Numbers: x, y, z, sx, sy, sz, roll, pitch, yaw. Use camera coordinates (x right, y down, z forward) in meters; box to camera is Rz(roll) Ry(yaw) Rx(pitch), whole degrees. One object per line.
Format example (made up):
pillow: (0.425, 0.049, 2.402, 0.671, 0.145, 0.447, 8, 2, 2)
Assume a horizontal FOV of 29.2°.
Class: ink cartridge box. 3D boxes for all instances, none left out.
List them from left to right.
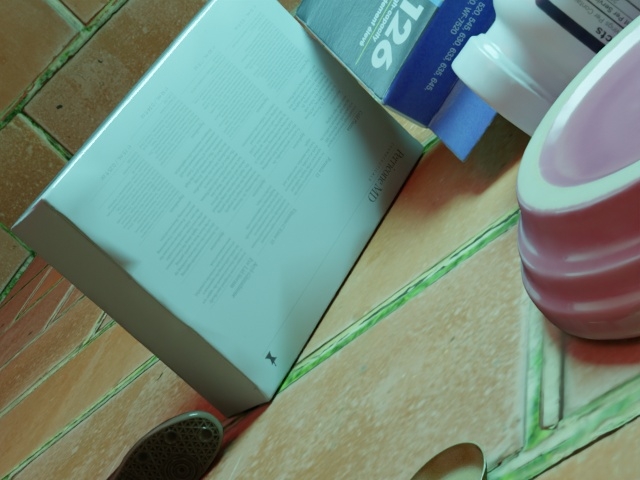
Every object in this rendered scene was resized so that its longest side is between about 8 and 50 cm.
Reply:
ink cartridge box: (0.124, -0.278, 1.180, 0.303, 0.072, 0.307, -58, 36, 16)

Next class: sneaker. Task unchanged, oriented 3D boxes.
sneaker: (-0.168, 0.220, 1.173, 0.188, 0.066, 0.071, -43, 14, 10)

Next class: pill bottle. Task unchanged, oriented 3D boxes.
pill bottle: (0.235, -0.207, 0.991, 0.264, 0.153, 0.153, -51, 13, 17)

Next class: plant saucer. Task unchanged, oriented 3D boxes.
plant saucer: (0.075, 0.161, 0.758, 0.083, 0.015, 0.083, -43, 15, 15)
plant saucer: (0.248, -0.084, 0.799, 0.332, 0.084, 0.332, -42, 15, 14)

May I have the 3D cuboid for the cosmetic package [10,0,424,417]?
cosmetic package: (-0.087, -0.056, 1.252, 0.097, 0.284, 0.377, -32, 20, 51)
